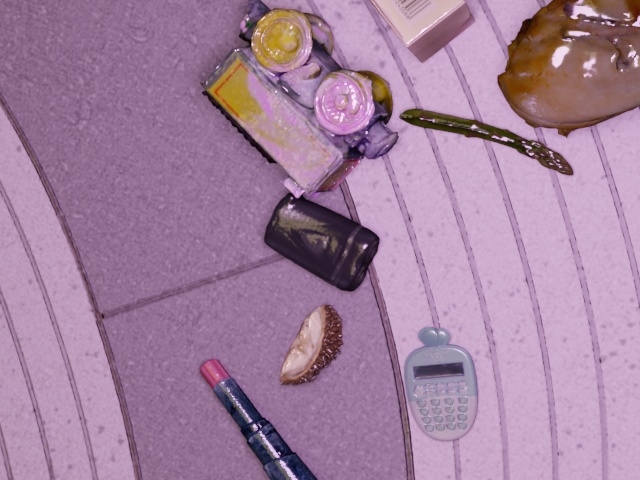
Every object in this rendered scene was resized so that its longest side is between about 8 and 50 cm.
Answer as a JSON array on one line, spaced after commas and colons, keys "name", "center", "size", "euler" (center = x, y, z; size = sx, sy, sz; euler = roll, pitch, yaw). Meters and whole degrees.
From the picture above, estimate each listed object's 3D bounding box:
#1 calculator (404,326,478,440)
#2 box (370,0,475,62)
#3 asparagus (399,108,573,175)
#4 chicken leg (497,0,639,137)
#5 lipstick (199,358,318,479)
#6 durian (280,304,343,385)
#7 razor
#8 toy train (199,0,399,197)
[{"name": "calculator", "center": [0.159, 0.188, 1.822], "size": [0.095, 0.021, 0.153], "euler": [-7, 92, 15]}, {"name": "box", "center": [0.091, -0.339, 1.730], "size": [0.095, 0.168, 0.212], "euler": [-38, 84, 11]}, {"name": "asparagus", "center": [0.216, -0.133, 1.783], "size": [0.236, 0.027, 0.034], "euler": [19, 103, 13]}, {"name": "chicken leg", "center": [0.411, -0.223, 1.627], "size": [0.429, 0.153, 0.201], "euler": [-5, 110, 24]}, {"name": "lipstick", "center": [-0.088, 0.260, 1.878], "size": [0.053, 0.053, 0.234], "euler": [-41, 81, 14]}, {"name": "durian", "center": [-0.012, 0.147, 1.850], "size": [0.066, 0.052, 0.130], "euler": [32, 102, 13]}, {"name": "razor", "center": [0.000, 0.000, 1.835], "size": [0.148, 0.054, 0.090], "euler": [28, 100, 13]}, {"name": "toy train", "center": [-0.026, -0.185, 1.789], "size": [0.261, 0.134, 0.177], "euler": [46, 104, 8]}]
